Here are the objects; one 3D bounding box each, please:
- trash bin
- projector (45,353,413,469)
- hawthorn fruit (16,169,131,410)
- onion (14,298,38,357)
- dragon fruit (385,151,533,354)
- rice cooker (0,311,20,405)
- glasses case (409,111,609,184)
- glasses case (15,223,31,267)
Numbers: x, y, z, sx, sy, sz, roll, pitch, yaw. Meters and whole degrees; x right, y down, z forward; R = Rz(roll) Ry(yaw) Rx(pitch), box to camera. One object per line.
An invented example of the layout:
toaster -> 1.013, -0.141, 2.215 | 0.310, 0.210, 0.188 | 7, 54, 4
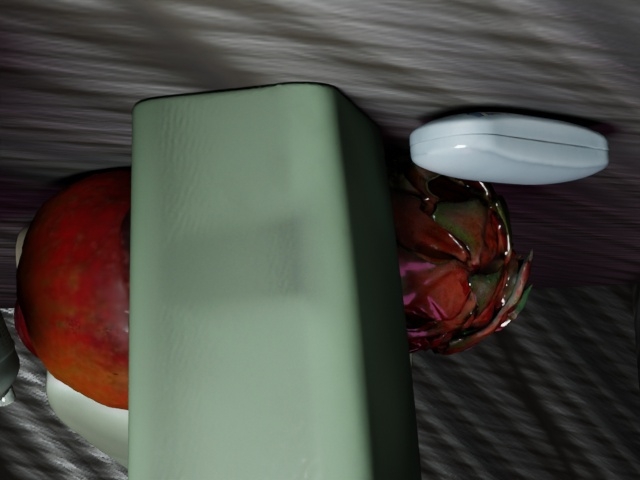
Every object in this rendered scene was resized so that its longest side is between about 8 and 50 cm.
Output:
trash bin -> -0.022, 0.086, 0.813 | 0.158, 0.343, 0.223 | -3, 174, 14
projector -> -0.084, 0.127, 1.251 | 0.249, 0.248, 0.248 | 8, 152, 36
hawthorn fruit -> -0.156, 0.046, 1.037 | 0.250, 0.215, 0.215 | -5, 174, 27
onion -> -0.268, 0.084, 1.560 | 0.248, 0.161, 0.248 | 5, -160, -2
dragon fruit -> 0.082, 0.009, 1.032 | 0.182, 0.188, 0.182 | -31, -169, 7
rice cooker -> -0.353, 0.049, 0.873 | 0.241, 0.226, 0.280 | -23, -170, -22
glasses case -> 0.137, -0.064, 0.875 | 0.179, 0.045, 0.067 | 1, 173, -44
glasses case -> -0.253, 0.021, 1.374 | 0.050, 0.083, 0.196 | -6, 172, 34
